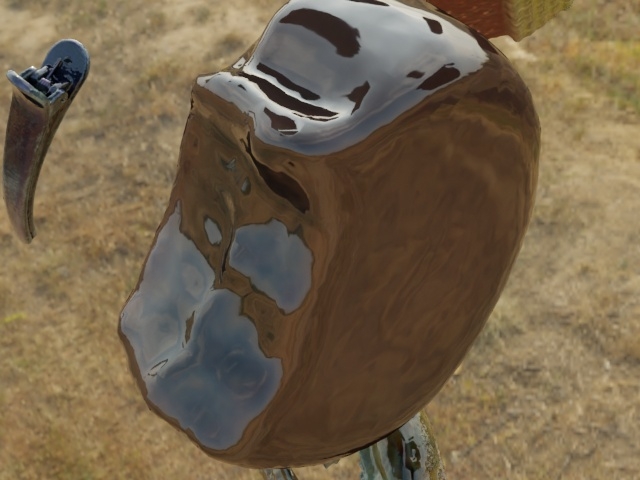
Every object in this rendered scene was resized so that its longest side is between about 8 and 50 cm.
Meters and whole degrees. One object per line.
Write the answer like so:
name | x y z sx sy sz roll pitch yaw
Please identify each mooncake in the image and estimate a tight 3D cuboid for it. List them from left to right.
mooncake | 0.000 0.000 0.752 0.334 0.325 0.174 -35 51 -23

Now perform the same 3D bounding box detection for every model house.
model house | 0.265 -0.394 1.553 0.254 0.196 0.160 -5 73 14

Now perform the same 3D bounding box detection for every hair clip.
hair clip | -0.285 -0.077 1.031 0.048 0.275 0.083 36 47 4

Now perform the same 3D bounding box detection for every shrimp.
shrimp | 0.024 0.204 0.957 0.173 0.058 0.253 -12 60 6
